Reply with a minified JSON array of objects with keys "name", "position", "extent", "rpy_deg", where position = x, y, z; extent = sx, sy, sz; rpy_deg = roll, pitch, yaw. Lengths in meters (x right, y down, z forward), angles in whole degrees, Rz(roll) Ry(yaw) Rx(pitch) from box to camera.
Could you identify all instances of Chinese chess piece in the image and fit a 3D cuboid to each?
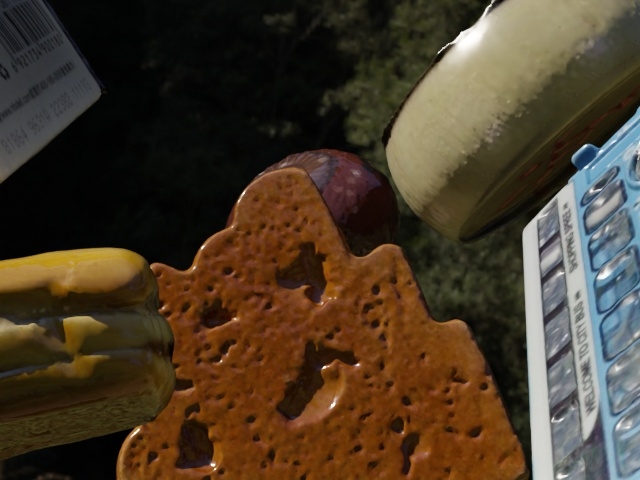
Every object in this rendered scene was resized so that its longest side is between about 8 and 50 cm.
[{"name":"Chinese chess piece","position":[0.166,-0.106,0.944],"extent":[0.103,0.250,0.249],"rpy_deg":[50,29,14]}]

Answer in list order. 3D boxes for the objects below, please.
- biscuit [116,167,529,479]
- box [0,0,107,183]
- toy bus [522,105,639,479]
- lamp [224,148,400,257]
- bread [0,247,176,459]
[{"name":"biscuit","position":[0.002,0.107,0.851],"extent":[0.306,0.284,0.043],"rpy_deg":[24,-16,7]},{"name":"box","position":[-0.209,-0.064,0.618],"extent":[0.133,0.099,0.182],"rpy_deg":[-27,16,15]},{"name":"toy bus","position":[0.168,0.047,0.558],"extent":[0.106,0.131,0.297],"rpy_deg":[38,27,-13]},{"name":"lamp","position":[-0.003,-0.001,1.042],"extent":[0.157,0.135,0.156],"rpy_deg":[-45,35,-22]},{"name":"bread","position":[-0.159,0.055,0.488],"extent":[0.200,0.077,0.116],"rpy_deg":[-10,-8,-7]}]
